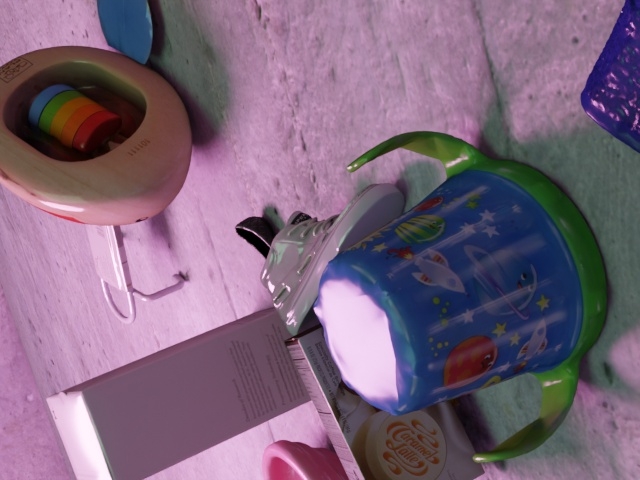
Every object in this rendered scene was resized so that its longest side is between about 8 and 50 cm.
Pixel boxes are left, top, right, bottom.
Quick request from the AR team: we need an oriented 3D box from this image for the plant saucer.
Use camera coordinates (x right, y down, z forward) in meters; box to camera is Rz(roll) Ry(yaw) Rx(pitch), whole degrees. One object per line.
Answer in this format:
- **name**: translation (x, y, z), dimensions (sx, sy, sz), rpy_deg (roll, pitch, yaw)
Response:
- **plant saucer**: translation (0.023, 0.452, 1.575), dimensions (0.332, 0.084, 0.332), rpy_deg (50, 153, 37)

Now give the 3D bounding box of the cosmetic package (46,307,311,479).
- **cosmetic package**: translation (-0.194, 0.227, 1.524), dimensions (0.197, 0.365, 0.155), rpy_deg (-19, 93, 61)

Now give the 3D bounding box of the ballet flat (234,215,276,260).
- **ballet flat**: translation (-0.066, 0.033, 1.504), dimensions (0.173, 0.049, 0.057), rpy_deg (51, 147, 28)

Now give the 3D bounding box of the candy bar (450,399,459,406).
- **candy bar**: translation (0.127, 0.140, 1.288), dimensions (0.161, 0.018, 0.040), rpy_deg (64, 152, 7)

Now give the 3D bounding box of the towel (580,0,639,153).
- **towel**: translation (0.331, -0.154, 0.711), dimensions (0.227, 0.076, 0.308), rpy_deg (44, 143, 24)

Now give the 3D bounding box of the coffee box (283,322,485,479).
- **coffee box**: translation (0.075, 0.202, 1.250), dimensions (0.246, 0.141, 0.098), rpy_deg (65, 166, 2)

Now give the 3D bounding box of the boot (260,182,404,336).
- **boot**: translation (0.000, 0.000, 1.285), dimensions (0.123, 0.095, 0.258), rpy_deg (52, 126, 29)

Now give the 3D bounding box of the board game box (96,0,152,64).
- **board game box**: translation (-0.305, -0.367, 1.651), dimensions (0.168, 0.033, 0.133), rpy_deg (31, 130, 40)

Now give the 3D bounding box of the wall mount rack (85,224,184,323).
- **wall mount rack**: translation (-0.381, -0.034, 1.913), dimensions (0.304, 0.130, 0.350), rpy_deg (24, 129, 46)

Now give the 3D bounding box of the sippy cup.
- **sippy cup**: translation (0.126, 0.059, 1.029), dimensions (0.305, 0.224, 0.240), rpy_deg (47, 144, 33)

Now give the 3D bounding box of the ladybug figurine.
- **ladybug figurine**: translation (-0.385, -0.164, 1.663), dimensions (0.449, 0.305, 0.162), rpy_deg (35, 156, 32)
